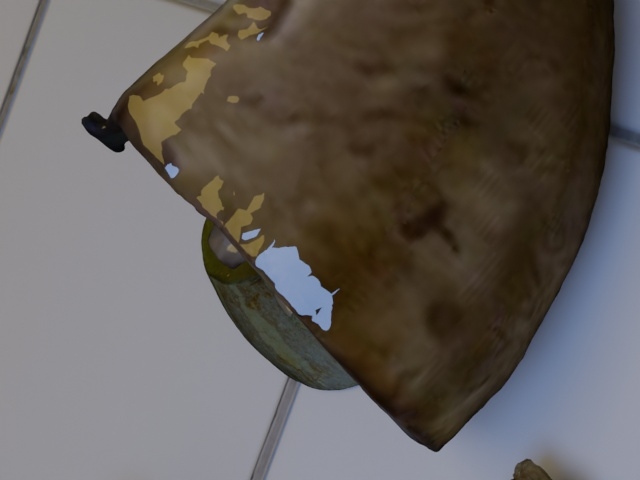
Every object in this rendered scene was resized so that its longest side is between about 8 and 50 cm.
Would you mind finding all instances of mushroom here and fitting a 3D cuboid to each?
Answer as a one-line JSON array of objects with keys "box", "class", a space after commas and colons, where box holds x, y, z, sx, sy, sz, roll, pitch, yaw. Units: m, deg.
[{"box": [0.098, -0.097, 1.162, 0.397, 0.224, 0.313, -44, 76, -2], "class": "mushroom"}]

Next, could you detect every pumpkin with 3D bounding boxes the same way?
[{"box": [-0.013, 0.003, 1.337, 0.217, 0.110, 0.217, -20, 62, 42], "class": "pumpkin"}]

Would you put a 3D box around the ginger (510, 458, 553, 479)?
[{"box": [0.135, 0.232, 1.165, 0.096, 0.067, 0.165, 53, 127, 38], "class": "ginger"}]
